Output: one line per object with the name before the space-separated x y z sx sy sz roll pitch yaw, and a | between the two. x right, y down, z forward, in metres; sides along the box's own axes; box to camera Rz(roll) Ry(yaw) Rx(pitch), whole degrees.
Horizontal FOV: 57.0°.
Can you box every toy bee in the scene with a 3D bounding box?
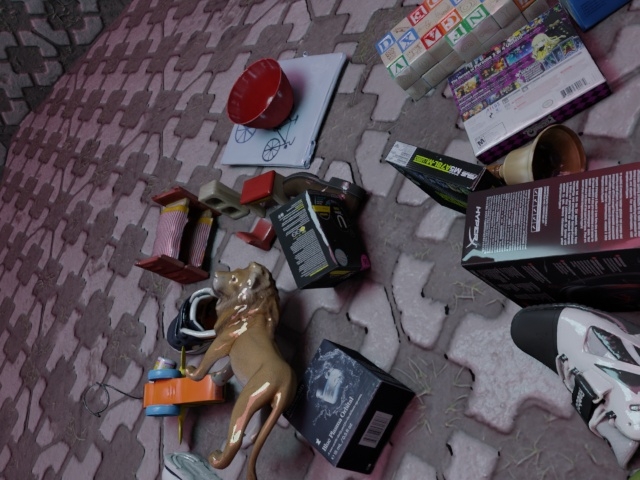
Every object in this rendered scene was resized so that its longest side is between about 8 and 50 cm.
toy bee | -0.329 0.328 1.294 0.299 0.162 0.195 13 75 20

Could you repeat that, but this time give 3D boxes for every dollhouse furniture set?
dollhouse furniture set | -0.259 -0.039 1.409 0.374 0.152 0.201 -16 57 38

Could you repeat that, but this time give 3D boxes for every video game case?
video game case | 0.350 -0.272 1.026 0.232 0.042 0.210 -31 49 28

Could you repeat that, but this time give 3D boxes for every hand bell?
hand bell | 0.292 -0.112 0.972 0.242 0.126 0.126 3 70 59

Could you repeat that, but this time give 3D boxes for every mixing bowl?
mixing bowl | -0.132 -0.343 1.447 0.182 0.098 0.181 -20 57 34

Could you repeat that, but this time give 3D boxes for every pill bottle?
pill bottle | -0.382 0.323 1.408 0.043 0.043 0.083 8 74 47

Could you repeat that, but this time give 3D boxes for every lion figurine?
lion figurine | -0.119 0.221 1.057 0.240 0.142 0.392 -48 44 9

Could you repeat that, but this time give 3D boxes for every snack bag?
snack bag | -0.095 -0.332 1.505 0.343 0.037 0.322 8 75 44

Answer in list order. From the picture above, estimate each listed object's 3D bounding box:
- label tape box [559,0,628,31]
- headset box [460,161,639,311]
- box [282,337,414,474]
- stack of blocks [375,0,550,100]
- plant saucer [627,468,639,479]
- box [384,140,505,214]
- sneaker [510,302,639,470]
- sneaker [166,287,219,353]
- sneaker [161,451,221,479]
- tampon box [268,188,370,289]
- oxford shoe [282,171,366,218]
label tape box | 0.479 -0.558 1.015 0.241 0.106 0.333 -33 48 26
headset box | 0.359 0.008 0.727 0.293 0.218 0.110 -9 62 42
box | 0.042 0.273 0.984 0.158 0.093 0.155 27 88 50
stack of blocks | 0.267 -0.414 1.154 0.297 0.087 0.171 -37 47 24
plant saucer | 0.419 0.341 0.615 0.241 0.037 0.240 -23 53 34
box | 0.223 -0.082 0.938 0.191 0.184 0.045 30 88 48
sneaker | 0.347 0.179 0.689 0.146 0.122 0.331 -48 37 -18
sneaker | -0.269 0.176 1.322 0.321 0.128 0.126 -19 57 39
sneaker | -0.241 0.508 1.149 0.235 0.090 0.094 23 97 52
tampon box | 0.000 0.000 1.121 0.102 0.120 0.160 -32 72 29
oxford shoe | -0.013 -0.089 1.251 0.227 0.083 0.096 17 82 48
